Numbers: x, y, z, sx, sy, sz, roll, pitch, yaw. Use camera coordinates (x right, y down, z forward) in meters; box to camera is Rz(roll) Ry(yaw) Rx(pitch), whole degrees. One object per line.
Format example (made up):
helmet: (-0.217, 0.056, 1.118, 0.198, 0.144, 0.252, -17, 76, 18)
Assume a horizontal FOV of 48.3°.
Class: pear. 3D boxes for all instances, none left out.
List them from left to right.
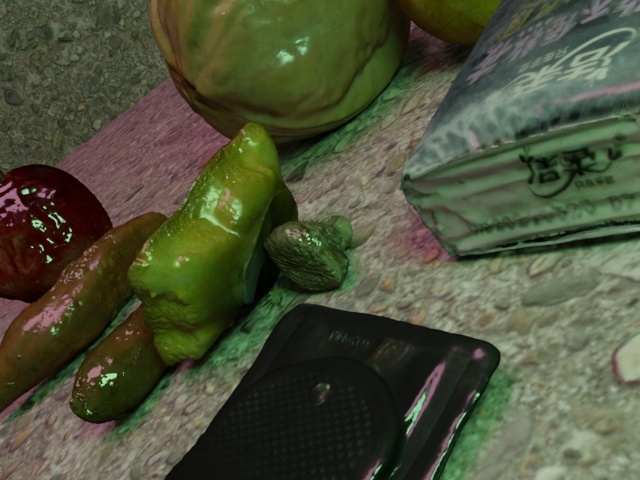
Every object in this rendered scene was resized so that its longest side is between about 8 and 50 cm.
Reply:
pear: (0.184, -0.325, 0.820, 0.209, 0.209, 0.208, -31, 26, 17)

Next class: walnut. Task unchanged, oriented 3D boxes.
walnut: (-0.055, -0.312, 0.984, 0.381, 0.381, 0.381, -31, 26, 17)

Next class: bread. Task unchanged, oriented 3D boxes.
bread: (-0.088, 0.002, 0.698, 0.088, 0.160, 0.233, 19, 54, 10)

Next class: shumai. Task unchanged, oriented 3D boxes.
shumai: (0.000, 0.000, 0.669, 0.083, 0.082, 0.080, 12, 50, 32)

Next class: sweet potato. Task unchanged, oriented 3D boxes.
sweet potato: (-0.313, 0.079, 0.943, 0.354, 0.095, 0.106, -54, 1, -28)
sweet potato: (-0.162, 0.082, 0.757, 0.075, 0.075, 0.273, -10, 35, 47)

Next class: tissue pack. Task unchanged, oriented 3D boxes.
tissue pack: (0.233, -0.156, 0.561, 0.259, 0.122, 0.361, -15, 35, 45)

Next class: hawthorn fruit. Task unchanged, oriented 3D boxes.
hawthorn fruit: (-0.481, -0.034, 1.176, 0.230, 0.266, 0.210, -32, 7, 7)

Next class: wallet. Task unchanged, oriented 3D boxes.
wallet: (-0.040, 0.176, 0.459, 0.247, 0.041, 0.322, 0, 50, 56)
